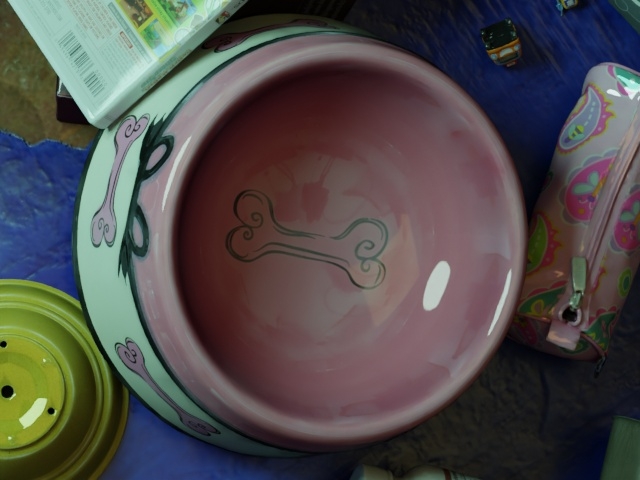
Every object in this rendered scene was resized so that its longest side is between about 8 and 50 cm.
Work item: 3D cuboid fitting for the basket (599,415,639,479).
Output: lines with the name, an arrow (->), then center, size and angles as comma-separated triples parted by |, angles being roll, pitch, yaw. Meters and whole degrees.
basket -> 0.317, 0.304, 1.488 | 0.204, 0.154, 0.227 | 25, 81, -15

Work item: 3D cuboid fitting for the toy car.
toy car -> 0.211, -0.207, 1.596 | 0.122, 0.060, 0.040 | -30, 119, -7

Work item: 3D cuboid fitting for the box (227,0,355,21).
box -> -0.048, -0.320, 1.507 | 0.167, 0.168, 0.203 | 1, 81, -10

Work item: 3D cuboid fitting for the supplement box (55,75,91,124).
supplement box -> -0.196, -0.207, 1.495 | 0.081, 0.104, 0.188 | 4, 80, -9

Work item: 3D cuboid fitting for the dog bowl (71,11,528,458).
dog bowl -> 0.000, 0.000, 1.423 | 0.408, 0.150, 0.408 | -1, 93, -21

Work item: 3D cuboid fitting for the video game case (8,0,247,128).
video game case -> -0.173, -0.244, 1.409 | 0.206, 0.026, 0.227 | -40, 67, 12

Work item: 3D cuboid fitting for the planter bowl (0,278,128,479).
planter bowl -> -0.274, 0.135, 1.434 | 0.217, 0.090, 0.217 | 2, 80, -10

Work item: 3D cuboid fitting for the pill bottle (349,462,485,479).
pill bottle -> 0.126, 0.272, 1.469 | 0.216, 0.121, 0.121 | 16, 79, -7

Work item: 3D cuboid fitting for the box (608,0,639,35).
box -> 0.396, -0.337, 1.592 | 0.270, 0.165, 0.143 | -43, 90, -13

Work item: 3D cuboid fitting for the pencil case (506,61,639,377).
pencil case -> 0.260, -0.023, 1.542 | 0.124, 0.124, 0.284 | 25, 77, -6
